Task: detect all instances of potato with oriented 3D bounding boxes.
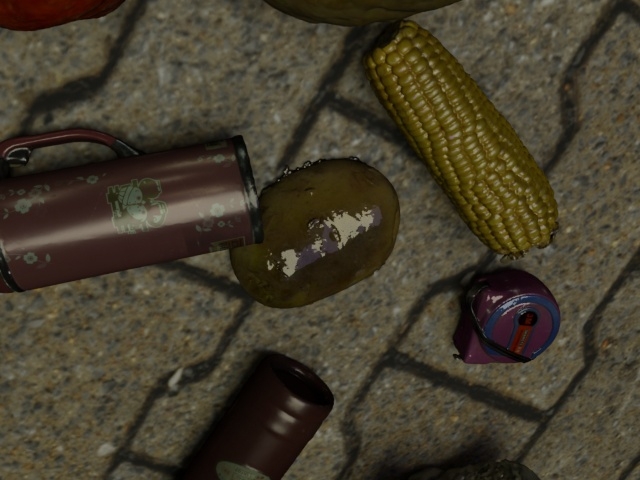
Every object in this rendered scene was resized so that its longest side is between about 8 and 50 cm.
[{"bbox_3d":[0.000,0.000,0.785,0.200,0.081,0.164,-32,117,-3],"label":"potato"}]

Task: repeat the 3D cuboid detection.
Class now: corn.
[{"bbox_3d":[0.157,-0.104,0.772,0.106,0.106,0.305,-39,115,3],"label":"corn"}]

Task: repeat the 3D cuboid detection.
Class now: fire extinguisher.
[{"bbox_3d":[-0.109,0.309,0.857,0.102,0.138,0.344,23,105,-46],"label":"fire extinguisher"}]

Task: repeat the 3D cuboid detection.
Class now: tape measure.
[{"bbox_3d":[0.231,0.096,0.899,0.125,0.074,0.118,5,117,-13],"label":"tape measure"}]

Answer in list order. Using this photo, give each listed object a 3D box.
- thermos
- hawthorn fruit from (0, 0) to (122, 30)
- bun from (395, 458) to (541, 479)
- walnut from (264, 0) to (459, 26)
[{"bbox_3d":[-0.228,-0.030,0.683,0.330,0.109,0.136,-12,116,-8],"label":"thermos"},{"bbox_3d":[-0.213,-0.245,0.521,0.207,0.243,0.207,-7,113,-16],"label":"hawthorn fruit"},{"bbox_3d":[0.177,0.411,0.954,0.282,0.205,0.281,-3,100,-19],"label":"bun"},{"bbox_3d":[0.051,-0.292,0.582,0.283,0.283,0.227,-8,144,-13],"label":"walnut"}]
